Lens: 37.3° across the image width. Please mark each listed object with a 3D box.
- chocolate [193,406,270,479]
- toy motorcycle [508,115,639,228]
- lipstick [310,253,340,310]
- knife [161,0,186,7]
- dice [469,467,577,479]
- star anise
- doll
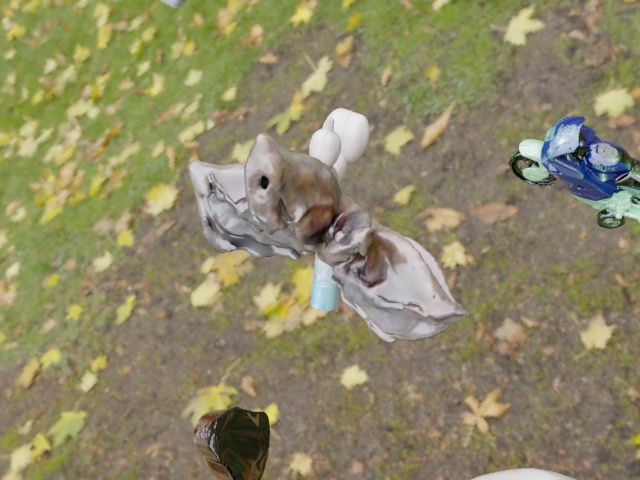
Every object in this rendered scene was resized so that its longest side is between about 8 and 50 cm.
[{"bbox_3d":[-0.146,0.313,1.503,0.080,0.149,0.125,-4,39,37],"label":"chocolate"},{"bbox_3d":[0.496,-0.118,1.640,0.331,0.196,0.125,18,67,8],"label":"toy motorcycle"},{"bbox_3d":[0.014,0.034,1.547,0.048,0.158,0.048,5,16,-2],"label":"lipstick"},{"bbox_3d":[-0.173,-0.490,1.409,0.331,0.044,0.080,-60,1,40],"label":"knife"},{"bbox_3d":[0.298,0.526,1.341,0.304,0.304,0.277,-25,20,47],"label":"dice"},{"bbox_3d":[-0.004,-0.003,0.870,0.111,0.257,0.198,-59,15,-8],"label":"star anise"},{"bbox_3d":[0.009,-0.083,1.108,0.059,0.161,0.160,19,74,13],"label":"doll"}]
